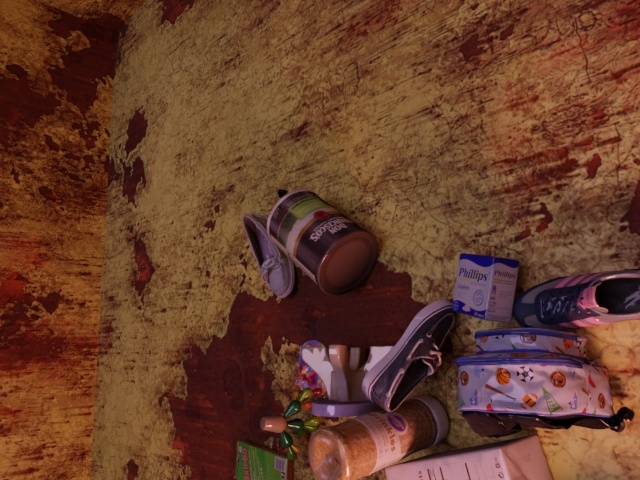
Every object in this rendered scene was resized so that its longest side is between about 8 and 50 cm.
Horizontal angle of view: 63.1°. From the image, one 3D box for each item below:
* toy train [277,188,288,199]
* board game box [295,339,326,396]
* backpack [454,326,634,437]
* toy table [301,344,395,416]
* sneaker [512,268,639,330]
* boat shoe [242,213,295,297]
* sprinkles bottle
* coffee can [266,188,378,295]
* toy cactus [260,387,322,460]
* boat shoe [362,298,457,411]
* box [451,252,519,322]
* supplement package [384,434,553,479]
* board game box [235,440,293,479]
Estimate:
[{"bbox_3d":[-0.104,-0.116,1.728,0.027,0.036,0.158,-52,51,27],"label":"toy train"},{"bbox_3d":[-0.032,0.387,1.571,0.133,0.033,0.168,1,84,46],"label":"board game box"},{"bbox_3d":[0.392,0.269,0.988,0.277,0.263,0.213,-22,67,43],"label":"backpack"},{"bbox_3d":[0.073,0.347,1.311,0.252,0.274,0.160,-2,76,7],"label":"toy table"},{"bbox_3d":[0.502,0.110,0.997,0.319,0.131,0.112,-22,68,42],"label":"sneaker"},{"bbox_3d":[-0.177,0.047,1.728,0.118,0.103,0.320,-40,56,34],"label":"boat shoe"},{"bbox_3d":[0.138,0.435,1.150,0.121,0.355,0.121,0,89,46],"label":"sprinkles bottle"},{"bbox_3d":[0.000,0.000,1.483,0.275,0.202,0.201,40,112,42],"label":"coffee can"},{"bbox_3d":[-0.089,0.523,1.507,0.112,0.181,0.219,36,108,57],"label":"toy cactus"},{"bbox_3d":[0.228,0.262,1.189,0.301,0.108,0.102,-41,35,-18],"label":"boat shoe"},{"bbox_3d":[0.362,0.102,1.153,0.126,0.072,0.137,-174,94,-70],"label":"box"},{"bbox_3d":[0.314,0.529,1.085,0.293,0.178,0.175,-31,62,39],"label":"supplement package"},{"bbox_3d":[-0.186,0.731,1.671,0.259,0.039,0.124,-4,80,43],"label":"board game box"}]
